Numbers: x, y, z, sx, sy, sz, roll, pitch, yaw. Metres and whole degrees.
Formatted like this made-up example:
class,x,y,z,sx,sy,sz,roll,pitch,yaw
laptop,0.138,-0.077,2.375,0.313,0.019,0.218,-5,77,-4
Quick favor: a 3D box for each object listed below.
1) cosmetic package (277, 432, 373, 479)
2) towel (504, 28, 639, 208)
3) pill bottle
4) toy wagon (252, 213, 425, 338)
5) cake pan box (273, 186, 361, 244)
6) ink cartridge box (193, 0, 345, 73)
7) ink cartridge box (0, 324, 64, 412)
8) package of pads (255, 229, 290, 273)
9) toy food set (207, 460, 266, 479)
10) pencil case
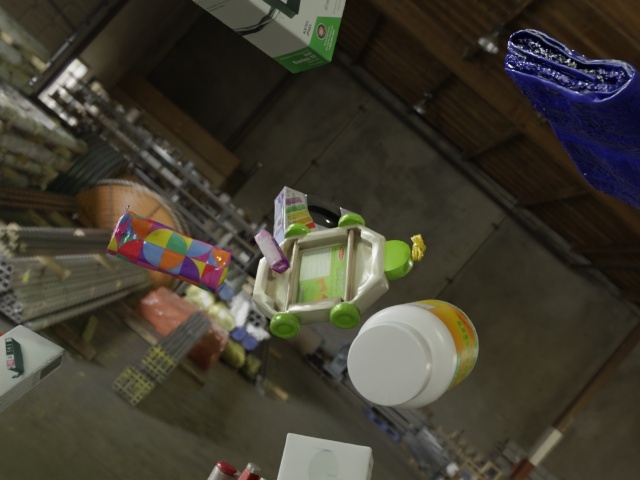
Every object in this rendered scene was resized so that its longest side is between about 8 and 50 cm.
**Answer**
class,x,y,z,sx,sy,sz,roll,pitch,yaw
cosmetic package,0.006,0.641,1.866,0.224,0.224,0.138,7,-32,12
towel,0.375,-0.132,0.947,0.308,0.076,0.227,37,9,-34
pill bottle,0.126,0.153,0.989,0.136,0.136,0.246,40,13,19
toy wagon,0.038,0.061,1.416,0.267,0.345,0.068,-84,157,-46
cake pan box,0.000,0.000,1.889,0.246,0.070,0.266,22,42,-23
ink cartridge box,-0.066,-0.362,1.042,0.087,0.152,0.208,-2,-21,45
ink cartridge box,-0.722,0.259,1.521,0.239,0.060,0.275,26,29,10
package of pads,-0.095,0.023,1.443,0.083,0.032,0.050,60,11,31
toy food set,-0.104,0.414,1.198,0.111,0.104,0.232,32,-4,-37
pencil case,-0.290,0.021,1.404,0.237,0.104,0.104,23,-2,-3
